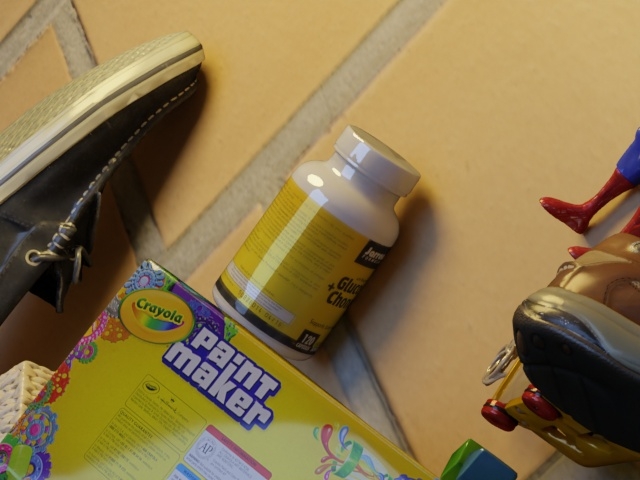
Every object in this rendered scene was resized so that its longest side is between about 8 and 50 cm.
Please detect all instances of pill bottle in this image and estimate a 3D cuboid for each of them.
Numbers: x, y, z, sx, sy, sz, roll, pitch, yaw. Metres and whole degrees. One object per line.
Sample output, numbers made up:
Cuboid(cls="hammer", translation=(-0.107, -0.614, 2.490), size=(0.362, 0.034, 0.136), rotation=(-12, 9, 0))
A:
Cuboid(cls="pill bottle", translation=(0.000, 0.000, 1.607), size=(0.184, 0.103, 0.103), rotation=(-54, 38, 10))

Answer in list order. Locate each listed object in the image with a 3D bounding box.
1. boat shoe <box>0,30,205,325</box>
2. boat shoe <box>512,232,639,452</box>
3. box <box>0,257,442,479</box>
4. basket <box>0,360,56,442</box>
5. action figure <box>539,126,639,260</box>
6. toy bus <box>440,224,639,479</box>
Cuboid(cls="boat shoe", translation=(-0.287, -0.010, 1.886), size=(0.500, 0.156, 0.187), rotation=(-45, 16, -10))
Cuboid(cls="boat shoe", translation=(0.271, 0.096, 1.151), size=(0.324, 0.122, 0.120), rotation=(33, 64, 19))
Cuboid(cls="box", translation=(-0.012, 0.198, 1.280), size=(0.290, 0.279, 0.177), rotation=(35, 84, 34))
Cuboid(cls="basket", translation=(-0.286, 0.198, 1.807), size=(0.167, 0.113, 0.103), rotation=(-33, 44, 32))
Cuboid(cls="action figure", translation=(0.252, -0.108, 1.364), size=(0.280, 0.139, 0.091), rotation=(-44, 42, 18))
Cuboid(cls="toy bus", translation=(0.187, 0.104, 1.324), size=(0.191, 0.104, 0.202), rotation=(-51, 3, 32))
